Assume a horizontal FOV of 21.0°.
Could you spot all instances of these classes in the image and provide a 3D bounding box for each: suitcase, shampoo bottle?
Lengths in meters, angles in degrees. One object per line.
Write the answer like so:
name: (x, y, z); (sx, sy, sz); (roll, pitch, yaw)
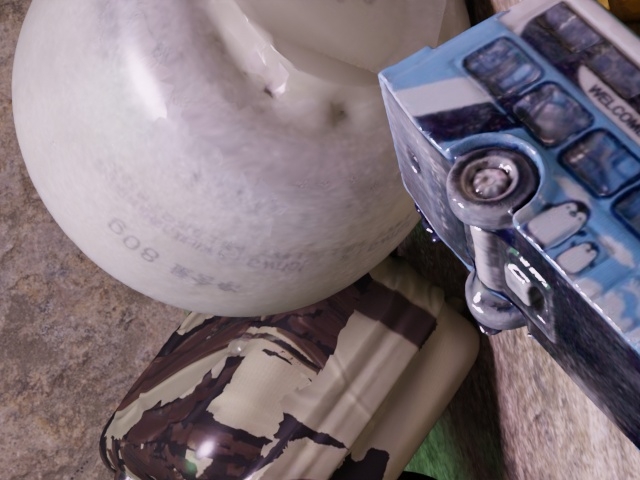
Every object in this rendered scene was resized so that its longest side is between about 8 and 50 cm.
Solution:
suitcase: (-0.048, 0.164, 1.474); (0.194, 0.339, 0.351); (41, 162, -13)
shampoo bottle: (-0.055, -0.110, 1.243); (0.317, 0.322, 0.322); (-36, 70, 66)

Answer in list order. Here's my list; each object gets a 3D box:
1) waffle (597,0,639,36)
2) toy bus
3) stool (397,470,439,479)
waffle: (0.150, -0.158, 0.875); (0.211, 0.055, 0.160); (-174, 68, -79)
toy bus: (0.150, 0.013, 0.769); (0.297, 0.131, 0.106); (48, 165, 36)
stool: (0.066, 0.314, 1.436); (0.264, 0.179, 0.179); (-84, -19, -81)
